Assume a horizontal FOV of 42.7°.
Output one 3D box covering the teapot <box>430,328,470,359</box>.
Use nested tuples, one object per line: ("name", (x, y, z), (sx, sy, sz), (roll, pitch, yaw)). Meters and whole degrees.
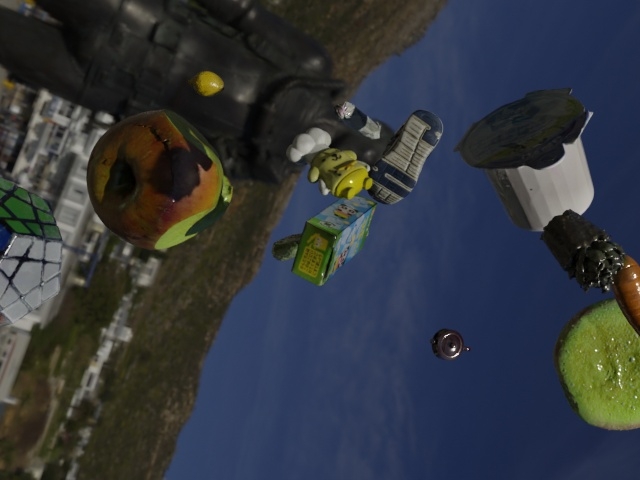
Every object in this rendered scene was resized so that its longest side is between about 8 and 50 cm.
("teapot", (0.279, 0.224, 1.752), (0.045, 0.100, 0.067), (176, -73, -72))

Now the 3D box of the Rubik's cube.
("Rubik's cube", (-0.678, 0.028, 1.665), (0.264, 0.319, 0.318), (96, 12, -82))

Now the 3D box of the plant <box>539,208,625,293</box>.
("plant", (0.429, 0.020, 1.333), (0.143, 0.092, 0.094), (51, -29, 31))

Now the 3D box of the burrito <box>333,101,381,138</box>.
("burrito", (0.104, -0.330, 2.250), (0.064, 0.203, 0.064), (-9, -107, 32))

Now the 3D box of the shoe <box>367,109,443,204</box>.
("shoe", (0.169, -0.165, 1.633), (0.207, 0.092, 0.106), (-57, 179, 7))

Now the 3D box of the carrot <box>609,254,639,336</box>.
("carrot", (0.581, 0.140, 1.462), (0.066, 0.271, 0.062), (-25, -174, 25))

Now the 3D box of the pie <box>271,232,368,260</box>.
("pie", (0.000, 0.000, 1.952), (0.240, 0.241, 0.054), (-8, -85, 66))

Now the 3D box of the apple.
("apple", (-0.391, -0.156, 2.096), (0.384, 0.374, 0.374), (-2, -115, 34))

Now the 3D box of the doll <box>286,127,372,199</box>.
("doll", (0.013, -0.130, 1.378), (0.162, 0.106, 0.062), (42, -35, 28))

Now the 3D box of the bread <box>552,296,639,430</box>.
("bread", (0.651, 0.266, 1.752), (0.045, 0.302, 0.301), (-85, -161, -82))

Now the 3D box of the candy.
("candy", (0.025, -0.006, 1.355), (0.194, 0.062, 0.097), (-38, 148, -60))

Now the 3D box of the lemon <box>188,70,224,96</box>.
("lemon", (-0.287, -0.395, 2.060), (0.065, 0.092, 0.065), (-171, -90, -88))

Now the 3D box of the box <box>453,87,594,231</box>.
("box", (0.442, -0.138, 1.618), (0.263, 0.206, 0.291), (-30, -149, 4))
